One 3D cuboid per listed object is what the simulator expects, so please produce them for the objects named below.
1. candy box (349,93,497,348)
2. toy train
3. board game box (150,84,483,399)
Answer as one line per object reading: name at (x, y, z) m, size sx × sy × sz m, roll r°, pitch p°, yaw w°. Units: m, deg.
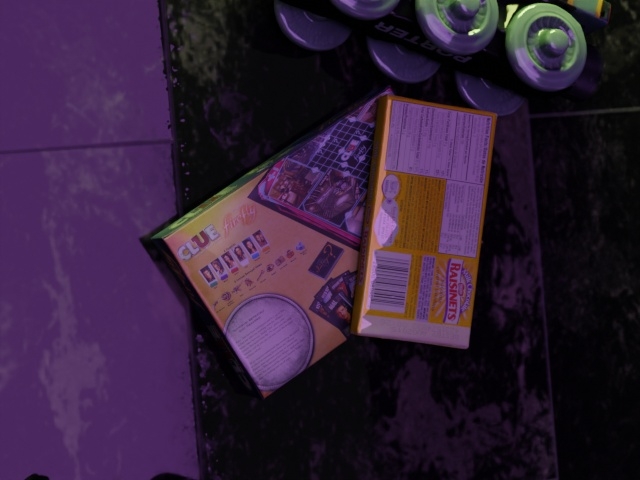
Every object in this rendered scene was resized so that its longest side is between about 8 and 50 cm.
candy box at (0.088, -0.015, 1.462) m, size 0.105 × 0.027 × 0.205 m, roll 9°, pitch 87°, yaw -22°
toy train at (0.105, -0.234, 1.464) m, size 0.334 × 0.142 × 0.190 m, roll 19°, pitch 74°, yaw -19°
board game box at (0.000, 0.000, 1.468) m, size 0.243 × 0.042 × 0.165 m, roll -34°, pitch 101°, yaw -17°
